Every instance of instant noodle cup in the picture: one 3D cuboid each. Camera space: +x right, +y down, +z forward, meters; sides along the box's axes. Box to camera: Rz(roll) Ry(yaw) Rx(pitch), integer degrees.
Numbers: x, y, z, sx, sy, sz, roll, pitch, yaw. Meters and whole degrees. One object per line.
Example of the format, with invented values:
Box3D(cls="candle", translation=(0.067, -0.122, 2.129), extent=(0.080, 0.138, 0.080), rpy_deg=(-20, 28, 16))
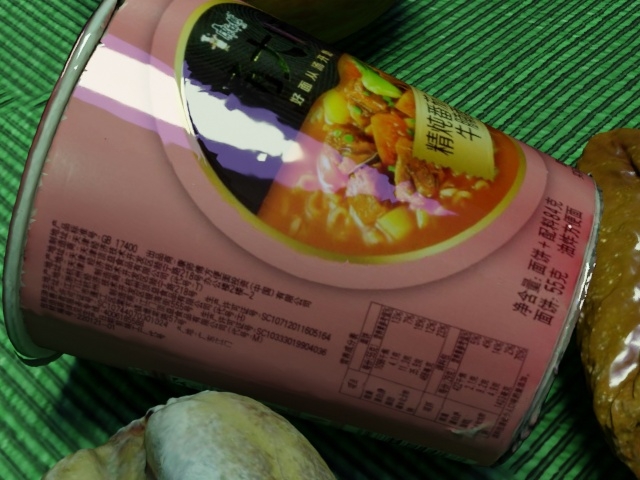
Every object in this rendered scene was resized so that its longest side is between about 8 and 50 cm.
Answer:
Box3D(cls="instant noodle cup", translation=(0.000, 0.000, 0.493), extent=(0.255, 0.244, 0.244), rpy_deg=(20, 49, 4))

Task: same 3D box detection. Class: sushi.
Box3D(cls="sushi", translation=(0.222, 0.035, 0.517), extent=(0.149, 0.140, 0.287), rpy_deg=(-25, 41, 27))

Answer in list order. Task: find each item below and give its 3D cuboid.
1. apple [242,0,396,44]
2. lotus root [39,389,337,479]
Box3D(cls="apple", translation=(-0.053, -0.264, 0.706), extent=(0.264, 0.264, 0.264), rpy_deg=(1, 47, -1))
Box3D(cls="lotus root", translation=(-0.027, 0.210, 0.342), extent=(0.158, 0.140, 0.322), rpy_deg=(-23, 56, 1))
